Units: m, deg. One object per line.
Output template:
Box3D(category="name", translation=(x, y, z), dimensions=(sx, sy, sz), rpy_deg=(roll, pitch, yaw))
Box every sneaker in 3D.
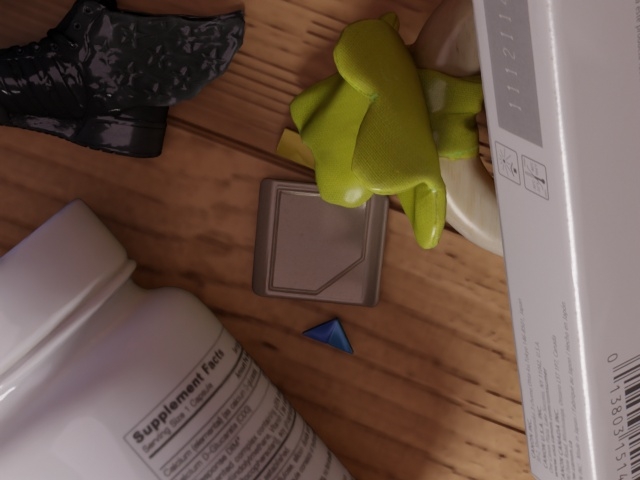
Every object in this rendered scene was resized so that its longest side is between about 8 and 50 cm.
Box3D(category="sneaker", translation=(-0.131, -0.098, 0.712), dimensions=(0.170, 0.051, 0.089), rpy_deg=(13, 102, -5))

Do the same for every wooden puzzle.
Box3D(category="wooden puzzle", translation=(0.000, 0.000, 0.745), dimensions=(0.078, 0.014, 0.116), rpy_deg=(13, 102, 4))

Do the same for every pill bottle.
Box3D(category="pill bottle", translation=(-0.086, 0.127, 0.700), dimensions=(0.160, 0.160, 0.283), rpy_deg=(-39, 97, 10))

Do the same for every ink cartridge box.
Box3D(category="ink cartridge box", translation=(0.210, -0.038, 0.654), dimensions=(0.261, 0.066, 0.296), rpy_deg=(-22, 120, -21))

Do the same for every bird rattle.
Box3D(category="bird rattle", translation=(0.112, -0.091, 0.688), dimensions=(0.253, 0.143, 0.207), rpy_deg=(-44, 112, -5))
